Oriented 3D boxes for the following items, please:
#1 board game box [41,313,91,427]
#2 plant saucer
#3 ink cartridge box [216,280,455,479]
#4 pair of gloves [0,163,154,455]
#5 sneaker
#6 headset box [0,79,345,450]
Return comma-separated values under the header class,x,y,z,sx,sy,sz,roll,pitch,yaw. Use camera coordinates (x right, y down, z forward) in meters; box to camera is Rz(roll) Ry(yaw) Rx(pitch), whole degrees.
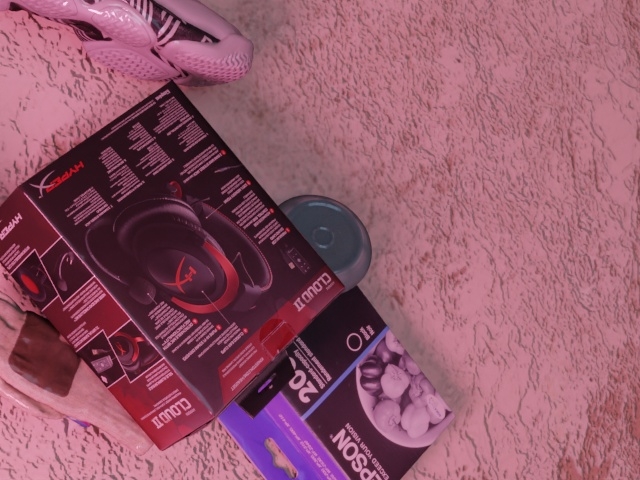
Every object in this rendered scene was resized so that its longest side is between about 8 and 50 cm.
class,x,y,z,sx,sy,sz,roll,pitch,yaw
board game box,-0.239,0.117,1.290,0.090,0.020,0.090,34,66,-22
plant saucer,0.000,0.000,1.424,0.119,0.021,0.119,7,62,-14
ink cartridge box,0.015,0.177,1.419,0.208,0.045,0.206,-44,106,-27
pair of gloves,-0.219,0.067,1.274,0.204,0.042,0.240,28,52,-22
sneaker,-0.210,-0.295,1.299,0.366,0.137,0.210,21,75,-23
headset box,-0.132,0.032,1.253,0.293,0.110,0.218,50,48,-4
